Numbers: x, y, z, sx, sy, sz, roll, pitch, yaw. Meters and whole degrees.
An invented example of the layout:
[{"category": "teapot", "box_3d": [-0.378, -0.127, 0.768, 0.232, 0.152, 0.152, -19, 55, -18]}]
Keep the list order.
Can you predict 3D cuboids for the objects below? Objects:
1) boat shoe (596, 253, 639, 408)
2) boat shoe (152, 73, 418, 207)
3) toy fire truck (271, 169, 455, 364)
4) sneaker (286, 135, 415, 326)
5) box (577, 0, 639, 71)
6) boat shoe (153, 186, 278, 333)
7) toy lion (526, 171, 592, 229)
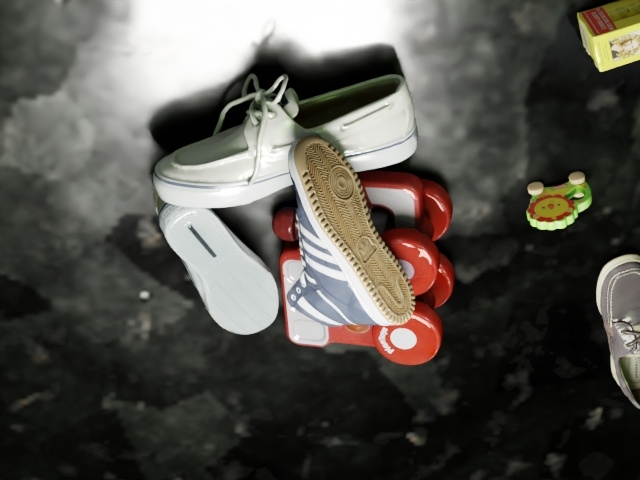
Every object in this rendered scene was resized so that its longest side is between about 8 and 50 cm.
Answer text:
[{"category": "boat shoe", "box_3d": [0.499, 0.149, 2.089, 0.103, 0.092, 0.285, -14, 127, -1]}, {"category": "boat shoe", "box_3d": [-0.052, -0.156, 1.770, 0.367, 0.136, 0.156, -11, 126, -3]}, {"category": "toy fire truck", "box_3d": [0.057, 0.036, 1.919, 0.254, 0.169, 0.302, 3, 126, 13]}, {"category": "sneaker", "box_3d": [0.000, 0.000, 1.768, 0.153, 0.099, 0.282, -12, 113, 46]}, {"category": "box", "box_3d": [0.468, -0.300, 1.771, 0.232, 0.087, 0.058, -17, 124, 6]}, {"category": "boat shoe", "box_3d": [-0.146, 0.021, 1.905, 0.109, 0.094, 0.302, -28, 136, 0]}, {"category": "toy lion", "box_3d": [0.346, -0.052, 1.922, 0.100, 0.096, 0.034, -15, 126, 2]}]
